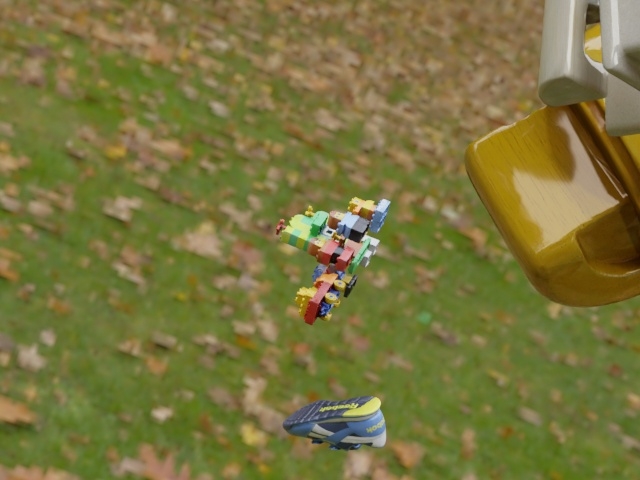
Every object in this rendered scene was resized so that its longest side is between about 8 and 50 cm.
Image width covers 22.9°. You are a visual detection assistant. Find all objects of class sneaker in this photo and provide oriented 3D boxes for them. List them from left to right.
[{"bbox_3d":[0.016,0.222,1.858,0.144,0.059,0.053,-7,24,41],"label":"sneaker"}]

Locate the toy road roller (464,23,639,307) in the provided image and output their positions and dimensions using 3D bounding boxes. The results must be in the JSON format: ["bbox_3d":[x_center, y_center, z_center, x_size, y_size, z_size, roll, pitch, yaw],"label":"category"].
[{"bbox_3d":[0.259,-0.035,1.228,0.329,0.240,0.202,55,8,-52],"label":"toy road roller"}]

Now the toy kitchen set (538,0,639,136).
[{"bbox_3d":[0.243,-0.133,0.889,0.207,0.122,0.166,-6,-19,43],"label":"toy kitchen set"}]

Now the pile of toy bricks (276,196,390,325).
[{"bbox_3d":[0.000,0.000,1.842,0.105,0.118,0.212,22,32,9],"label":"pile of toy bricks"}]
